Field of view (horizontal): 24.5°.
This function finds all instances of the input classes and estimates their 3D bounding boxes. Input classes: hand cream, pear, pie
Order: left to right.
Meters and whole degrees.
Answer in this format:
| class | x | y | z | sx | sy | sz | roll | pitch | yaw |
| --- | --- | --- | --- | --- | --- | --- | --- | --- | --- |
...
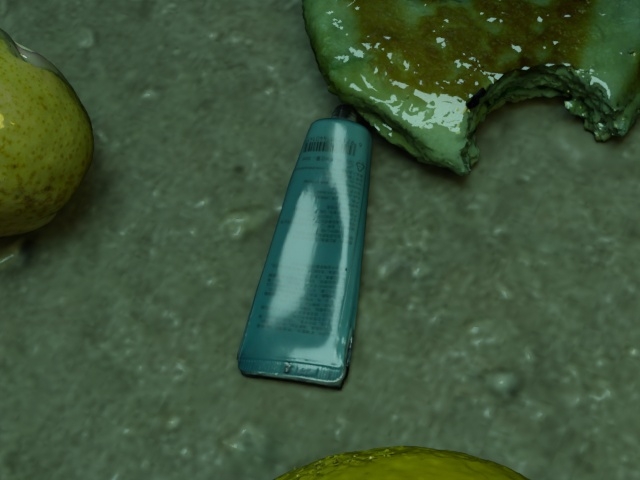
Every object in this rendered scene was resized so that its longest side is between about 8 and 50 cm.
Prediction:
| class | x | y | z | sx | sy | sz | roll | pitch | yaw |
| --- | --- | --- | --- | --- | --- | --- | --- | --- | --- |
| pear | -0.254 | -0.083 | 1.110 | 0.178 | 0.178 | 0.178 | -4 | 58 | 7 |
| hand cream | 0.000 | 0.000 | 1.091 | 0.083 | 0.048 | 0.224 | 7 | 66 | 14 |
| pie | 0.126 | -0.184 | 1.161 | 0.302 | 0.067 | 0.302 | -2 | 57 | 3 |

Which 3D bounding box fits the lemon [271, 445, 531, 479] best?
| class | x | y | z | sx | sy | sz | roll | pitch | yaw |
| --- | --- | --- | --- | --- | --- | --- | --- | --- | --- |
| lemon | 0.036 | 0.247 | 0.798 | 0.293 | 0.293 | 0.293 | -4 | 58 | 7 |
